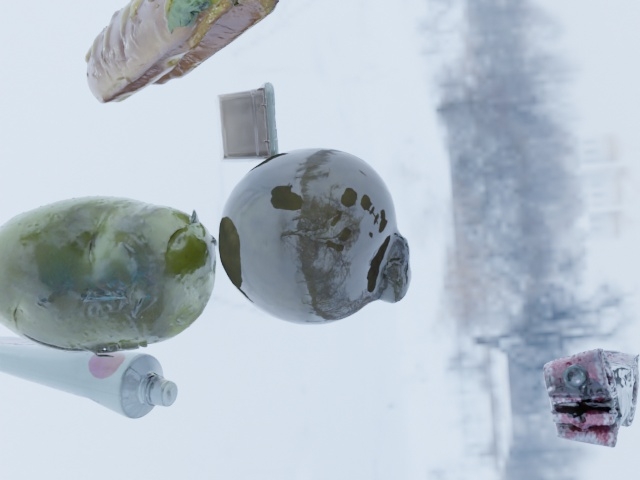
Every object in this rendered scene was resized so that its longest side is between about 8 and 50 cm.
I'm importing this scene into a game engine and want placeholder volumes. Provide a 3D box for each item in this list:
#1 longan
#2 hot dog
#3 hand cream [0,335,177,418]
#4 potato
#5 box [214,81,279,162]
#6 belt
[{"bbox_3d":[0.000,0.000,1.562,0.185,0.204,0.159,-59,-174,20],"label":"longan"},{"bbox_3d":[-0.117,-0.178,1.291,0.269,0.115,0.072,-23,-95,59],"label":"hot dog"},{"bbox_3d":[-0.310,0.147,1.871,0.124,0.341,0.077,-1,101,-57],"label":"hand cream"},{"bbox_3d":[-0.231,0.037,1.620,0.143,0.248,0.169,-179,-91,-79],"label":"potato"},{"bbox_3d":[-0.081,-0.124,1.695,0.122,0.062,0.089,-164,-110,-85],"label":"box"},{"bbox_3d":[0.214,0.119,1.201,0.232,0.053,0.071,14,80,-72],"label":"belt"}]
